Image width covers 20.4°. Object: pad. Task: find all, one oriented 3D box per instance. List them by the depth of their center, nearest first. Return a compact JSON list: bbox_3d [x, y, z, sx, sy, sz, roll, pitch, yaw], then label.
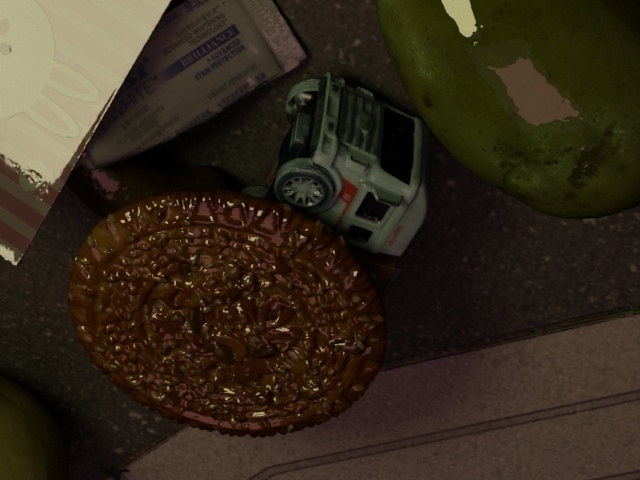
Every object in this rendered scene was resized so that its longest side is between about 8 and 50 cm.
[{"bbox_3d":[-0.275,-0.154,1.556,0.202,0.005,0.300,33,101,6],"label":"pad"}]

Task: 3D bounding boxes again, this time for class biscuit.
[{"bbox_3d":[-0.086,0.074,1.622,0.305,0.038,0.305,5,131,6],"label":"biscuit"}]

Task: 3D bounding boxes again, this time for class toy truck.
[{"bbox_3d":[0.000,0.000,1.662,0.162,0.136,0.305,20,132,-12],"label":"toy truck"}]

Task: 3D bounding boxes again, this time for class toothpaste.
[{"bbox_3d":[-0.155,-0.130,1.588,0.282,0.068,0.099,-31,148,2],"label":"toothpaste"}]

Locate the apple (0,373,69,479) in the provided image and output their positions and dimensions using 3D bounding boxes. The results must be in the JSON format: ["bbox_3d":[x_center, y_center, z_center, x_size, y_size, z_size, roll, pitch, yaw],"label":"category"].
[{"bbox_3d":[-0.404,0.246,1.879,0.258,0.233,0.295,29,147,6],"label":"apple"}]

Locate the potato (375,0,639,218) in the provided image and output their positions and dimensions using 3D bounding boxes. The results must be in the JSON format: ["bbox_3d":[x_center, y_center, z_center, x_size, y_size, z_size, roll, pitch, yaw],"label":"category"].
[{"bbox_3d":[0.187,-0.145,1.461,0.304,0.216,0.216,40,125,-22],"label":"potato"}]

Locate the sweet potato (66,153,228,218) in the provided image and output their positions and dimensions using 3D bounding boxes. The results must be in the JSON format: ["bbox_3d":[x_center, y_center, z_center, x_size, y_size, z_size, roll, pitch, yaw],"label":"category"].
[{"bbox_3d":[-0.207,-0.098,1.669,0.112,0.085,0.286,-43,102,2],"label":"sweet potato"}]
